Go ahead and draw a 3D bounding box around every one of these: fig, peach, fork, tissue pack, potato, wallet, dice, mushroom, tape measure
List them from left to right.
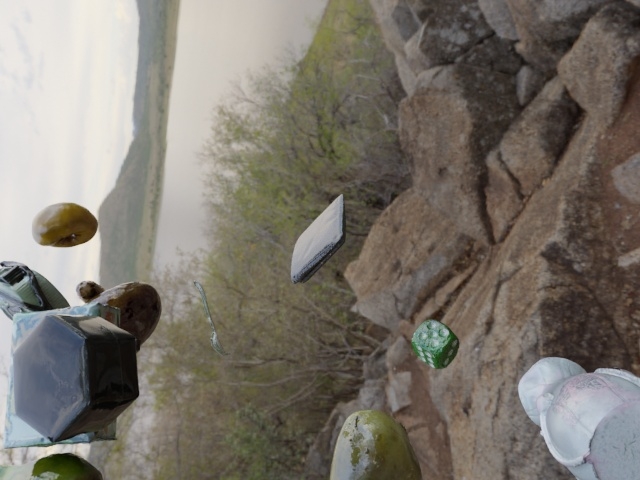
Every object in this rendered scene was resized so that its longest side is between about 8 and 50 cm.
[{"bbox_3d":[-0.796,0.154,1.408,0.207,0.235,0.115,-9,32,41],"label":"tape measure"},{"bbox_3d":[-0.634,0.569,1.168,0.206,0.275,0.205,7,-90,-74],"label":"fig"},{"bbox_3d":[-0.739,-0.040,1.520,0.103,0.179,0.179,66,153,17],"label":"peach"},{"bbox_3d":[-0.591,0.312,1.217,0.128,0.228,0.310,58,-155,-70],"label":"tissue pack"},{"bbox_3d":[-0.743,0.302,1.908,0.239,0.345,0.345,-108,29,-42],"label":"mushroom"},{"bbox_3d":[-0.297,0.207,1.401,0.034,0.028,0.219,-36,75,52],"label":"fork"},{"bbox_3d":[0.000,0.000,1.400,0.245,0.052,0.168,-45,31,43],"label":"wallet"},{"bbox_3d":[0.163,0.642,1.474,0.219,0.270,0.358,-95,7,-69],"label":"potato"},{"bbox_3d":[0.402,0.365,1.843,0.131,0.120,0.128,31,155,39],"label":"dice"}]

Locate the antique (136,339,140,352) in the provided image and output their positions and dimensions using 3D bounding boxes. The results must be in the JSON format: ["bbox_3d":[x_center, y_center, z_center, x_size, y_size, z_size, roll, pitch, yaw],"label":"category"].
[{"bbox_3d":[-0.528,0.311,1.443,0.192,0.015,0.031,-38,50,48],"label":"antique"}]

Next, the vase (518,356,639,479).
[{"bbox_3d":[0.586,0.383,1.139,0.445,0.250,0.249,27,-111,-85],"label":"vase"}]

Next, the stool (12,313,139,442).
[{"bbox_3d":[-0.470,0.257,1.016,0.141,0.232,0.232,14,-99,-63],"label":"stool"}]
